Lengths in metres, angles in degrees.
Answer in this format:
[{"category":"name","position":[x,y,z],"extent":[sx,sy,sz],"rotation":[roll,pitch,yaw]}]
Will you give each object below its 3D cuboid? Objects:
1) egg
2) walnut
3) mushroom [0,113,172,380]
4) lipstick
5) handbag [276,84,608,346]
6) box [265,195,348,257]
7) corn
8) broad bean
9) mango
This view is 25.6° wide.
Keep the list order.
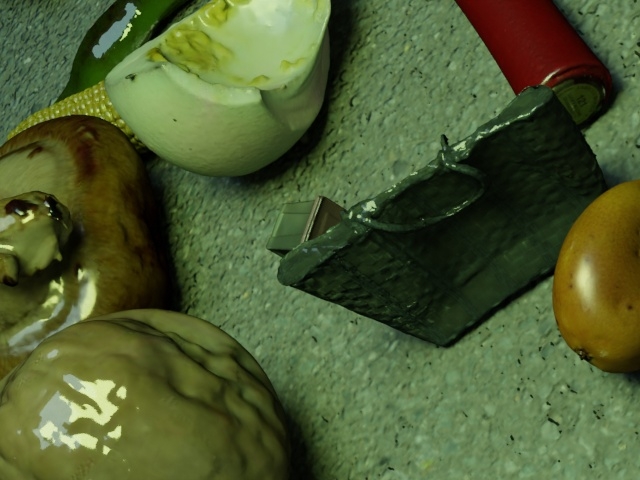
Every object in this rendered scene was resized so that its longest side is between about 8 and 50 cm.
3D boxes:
[{"category":"egg","position":[-0.083,-0.155,1.403],"extent":[0.206,0.161,0.271],"rotation":[-16,22,44]},{"category":"walnut","position":[-0.155,0.177,1.197],"extent":[0.273,0.273,0.227],"rotation":[45,113,45]},{"category":"mushroom","position":[-0.300,0.014,1.422],"extent":[0.346,0.260,0.345],"rotation":[-21,51,29]},{"category":"lipstick","position":[0.175,-0.197,1.257],"extent":[0.080,0.080,0.241],"rotation":[-39,47,18]},{"category":"handbag","position":[0.109,-0.016,1.143],"extent":[0.270,0.175,0.088],"rotation":[-36,51,20]},{"category":"box","position":[0.000,0.000,1.297],"extent":[0.063,0.085,0.060],"rotation":[4,71,48]},{"category":"corn","position":[-0.240,-0.130,1.566],"extent":[0.260,0.091,0.091],"rotation":[-14,95,31]},{"category":"broad bean","position":[-0.215,-0.257,1.640],"extent":[0.339,0.061,0.077],"rotation":[-48,62,10]},{"category":"mango","position":[0.227,0.023,1.078],"extent":[0.084,0.105,0.159],"rotation":[-37,29,55]}]
